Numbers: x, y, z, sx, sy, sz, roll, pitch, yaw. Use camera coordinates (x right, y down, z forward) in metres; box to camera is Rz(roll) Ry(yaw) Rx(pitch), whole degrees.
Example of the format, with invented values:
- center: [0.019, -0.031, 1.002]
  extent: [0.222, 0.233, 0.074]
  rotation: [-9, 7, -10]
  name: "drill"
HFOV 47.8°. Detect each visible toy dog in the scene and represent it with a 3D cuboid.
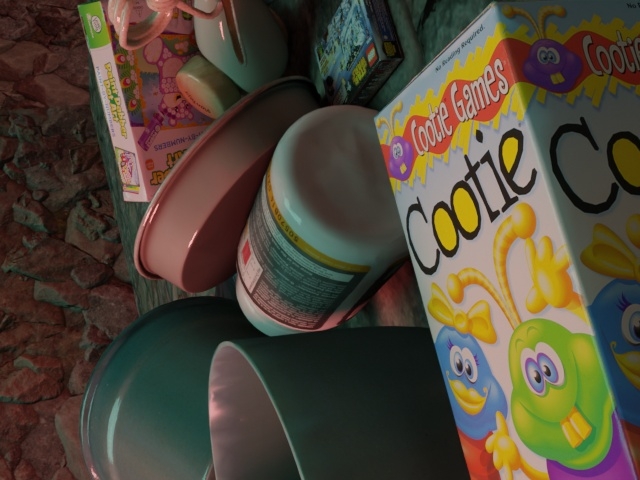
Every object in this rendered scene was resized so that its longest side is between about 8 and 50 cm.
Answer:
- center: [-0.076, -0.249, 0.825]
  extent: [0.220, 0.161, 0.334]
  rotation: [-60, -9, -1]
  name: "toy dog"

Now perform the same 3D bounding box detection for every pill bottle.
- center: [0.000, 0.000, 0.749]
  extent: [0.278, 0.162, 0.162]
  rotation: [124, 132, -59]
  name: "pill bottle"

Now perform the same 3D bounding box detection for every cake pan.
- center: [-0.084, -0.052, 0.826]
  extent: [0.054, 0.293, 0.293]
  rotation: [40, 146, 12]
  name: "cake pan"

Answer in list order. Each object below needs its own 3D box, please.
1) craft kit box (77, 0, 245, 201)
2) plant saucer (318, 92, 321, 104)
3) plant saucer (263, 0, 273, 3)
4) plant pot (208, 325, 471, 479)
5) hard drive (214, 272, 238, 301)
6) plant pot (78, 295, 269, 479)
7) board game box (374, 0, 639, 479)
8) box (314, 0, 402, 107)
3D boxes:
- center: [-0.178, -0.202, 0.967]
  extent: [0.061, 0.250, 0.246]
  rotation: [8, 114, 38]
  name: "craft kit box"
- center: [-0.033, -0.150, 0.876]
  extent: [0.015, 0.083, 0.083]
  rotation: [42, 146, 12]
  name: "plant saucer"
- center: [-0.094, -0.420, 0.975]
  extent: [0.195, 0.037, 0.194]
  rotation: [171, 90, -69]
  name: "plant saucer"
- center: [0.063, 0.200, 0.576]
  extent: [0.293, 0.235, 0.293]
  rotation: [170, 90, -69]
  name: "plant pot"
- center: [-0.136, 0.092, 1.269]
  extent: [0.254, 0.054, 0.172]
  rotation: [106, 147, -47]
  name: "hard drive"
- center: [-0.095, 0.259, 0.915]
  extent: [0.334, 0.341, 0.341]
  rotation: [6, 105, 59]
  name: "plant pot"
- center: [0.152, 0.023, 0.404]
  extent: [0.142, 0.144, 0.275]
  rotation: [143, 114, -65]
  name: "board game box"
- center: [0.036, -0.196, 0.758]
  extent: [0.137, 0.027, 0.093]
  rotation: [138, 122, -65]
  name: "box"
